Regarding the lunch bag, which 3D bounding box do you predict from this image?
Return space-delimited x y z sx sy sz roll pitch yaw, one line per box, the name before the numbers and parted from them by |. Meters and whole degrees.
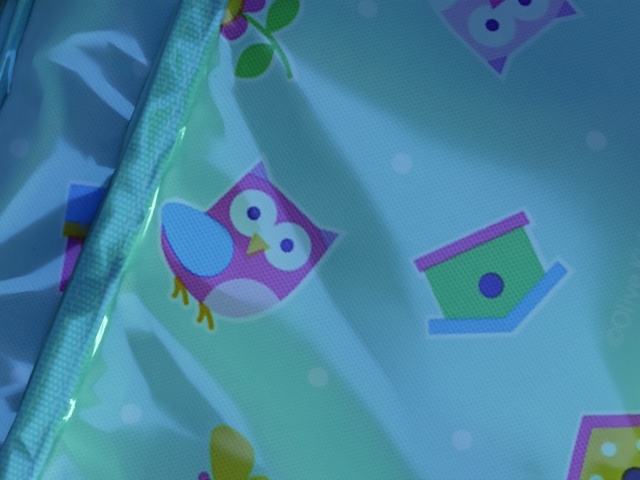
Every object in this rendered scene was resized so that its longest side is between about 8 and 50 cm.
lunch bag | 0.000 0.000 0.491 0.224 0.108 0.279 20 79 -2
